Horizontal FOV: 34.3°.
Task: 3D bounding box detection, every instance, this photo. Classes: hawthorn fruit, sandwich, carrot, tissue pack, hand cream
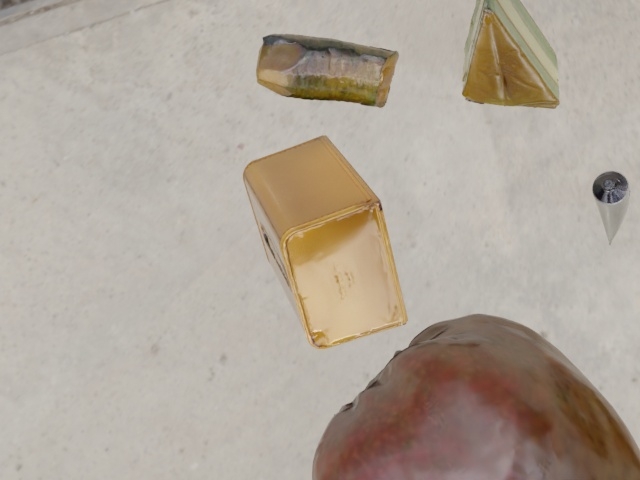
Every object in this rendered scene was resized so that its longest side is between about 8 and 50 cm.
[{"bbox_3d":[0.157,0.229,0.966,0.324,0.308,0.308,17,117,22],"label":"hawthorn fruit"},{"bbox_3d":[0.224,-0.225,1.145,0.113,0.079,0.163,6,151,2],"label":"sandwich"},{"bbox_3d":[0.008,-0.209,1.273,0.173,0.082,0.082,7,115,-1],"label":"carrot"},{"bbox_3d":[0.000,0.000,1.446,0.145,0.274,0.195,-20,117,-6],"label":"tissue pack"},{"bbox_3d":[0.458,-0.058,1.617,0.054,0.186,0.087,18,80,24],"label":"hand cream"}]
